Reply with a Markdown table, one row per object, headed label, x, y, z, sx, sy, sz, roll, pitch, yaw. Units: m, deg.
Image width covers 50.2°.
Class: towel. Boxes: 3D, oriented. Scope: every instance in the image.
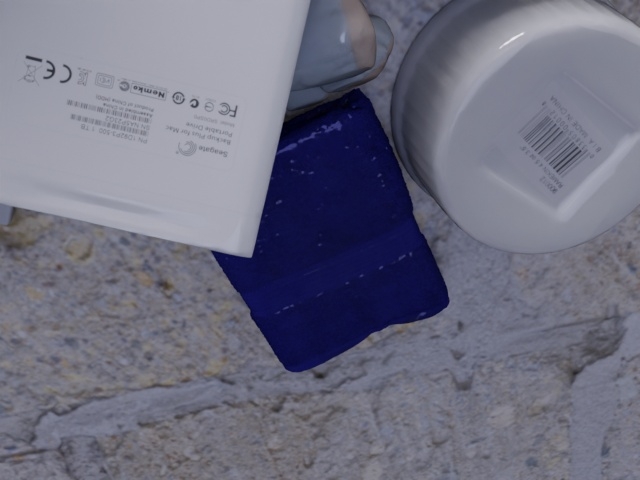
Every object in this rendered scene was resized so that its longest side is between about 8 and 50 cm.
| label | x | y | z | sx | sy | sz | roll | pitch | yaw |
| --- | --- | --- | --- | --- | --- | --- | --- | --- | --- |
| towel | 0.000 | 0.000 | 0.779 | 0.227 | 0.076 | 0.308 | -24 | 126 | 4 |

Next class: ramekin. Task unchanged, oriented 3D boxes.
| label | x | y | z | sx | sy | sz | roll | pitch | yaw |
| --- | --- | --- | --- | --- | --- | --- | --- | --- | --- |
| ramekin | 0.221 | -0.120 | 0.705 | 0.277 | 0.135 | 0.277 | -4 | 121 | -6 |

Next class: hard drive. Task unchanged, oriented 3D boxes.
| label | x | y | z | sx | sy | sz | roll | pitch | yaw |
| --- | --- | --- | --- | --- | --- | --- | --- | --- | --- |
| hard drive | -0.111 | -0.160 | 0.460 | 0.202 | 0.040 | 0.308 | 13 | 93 | -7 |

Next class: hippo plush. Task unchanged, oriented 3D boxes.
| label | x | y | z | sx | sy | sz | roll | pitch | yaw |
| --- | --- | --- | --- | --- | --- | --- | --- | --- | --- |
| hippo plush | -0.099 | -0.223 | 0.595 | 0.294 | 0.234 | 0.237 | -17 | 96 | -3 |

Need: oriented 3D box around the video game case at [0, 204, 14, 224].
| label | x | y | z | sx | sy | sz | roll | pitch | yaw |
| --- | --- | --- | --- | --- | --- | --- | --- | --- | --- |
| video game case | -0.400 | -0.113 | 0.691 | 0.190 | 0.022 | 0.173 | 15 | 117 | -16 |
